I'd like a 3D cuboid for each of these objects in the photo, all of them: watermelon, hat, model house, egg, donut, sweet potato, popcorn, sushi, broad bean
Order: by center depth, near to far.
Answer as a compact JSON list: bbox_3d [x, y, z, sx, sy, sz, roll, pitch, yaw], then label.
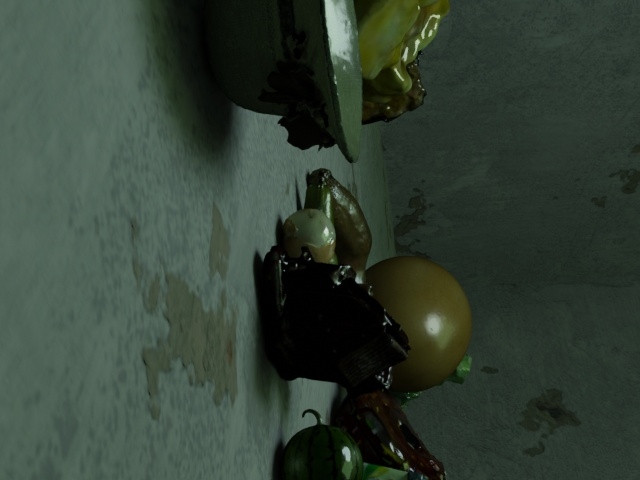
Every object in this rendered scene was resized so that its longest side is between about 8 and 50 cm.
[{"bbox_3d":[-0.038,-0.192,0.710,0.257,0.130,0.257,-4,90,-80],"label":"hat"},{"bbox_3d":[0.003,0.255,0.865,0.109,0.109,0.109,-4,90,-81],"label":"watermelon"},{"bbox_3d":[0.024,0.103,0.878,0.203,0.164,0.141,71,22,-66],"label":"model house"},{"bbox_3d":[-0.015,0.003,0.972,0.071,0.071,0.083,-83,169,-52],"label":"egg"},{"bbox_3d":[0.035,-0.348,1.004,0.334,0.293,0.292,-3,130,-54],"label":"popcorn"},{"bbox_3d":[0.000,0.000,1.135,0.070,0.048,0.213,-72,160,-70],"label":"broad bean"},{"bbox_3d":[0.041,-0.005,1.286,0.112,0.085,0.285,-76,160,-51],"label":"sweet potato"},{"bbox_3d":[0.111,0.353,1.288,0.230,0.096,0.216,52,13,15],"label":"donut"},{"bbox_3d":[0.164,0.160,1.450,0.322,0.250,0.250,-73,157,-75],"label":"egg"},{"bbox_3d":[0.114,-0.347,1.572,0.213,0.200,0.204,75,10,-46],"label":"sushi"}]

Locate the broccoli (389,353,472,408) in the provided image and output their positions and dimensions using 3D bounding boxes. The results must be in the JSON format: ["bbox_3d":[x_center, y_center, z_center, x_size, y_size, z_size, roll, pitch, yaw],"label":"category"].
[{"bbox_3d":[0.235,0.287,1.872,0.270,0.270,0.270,-161,-90,-88],"label":"broccoli"}]

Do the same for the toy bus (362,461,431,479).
[{"bbox_3d":[0.073,0.382,1.049,0.276,0.165,0.133,65,37,-65],"label":"toy bus"}]
